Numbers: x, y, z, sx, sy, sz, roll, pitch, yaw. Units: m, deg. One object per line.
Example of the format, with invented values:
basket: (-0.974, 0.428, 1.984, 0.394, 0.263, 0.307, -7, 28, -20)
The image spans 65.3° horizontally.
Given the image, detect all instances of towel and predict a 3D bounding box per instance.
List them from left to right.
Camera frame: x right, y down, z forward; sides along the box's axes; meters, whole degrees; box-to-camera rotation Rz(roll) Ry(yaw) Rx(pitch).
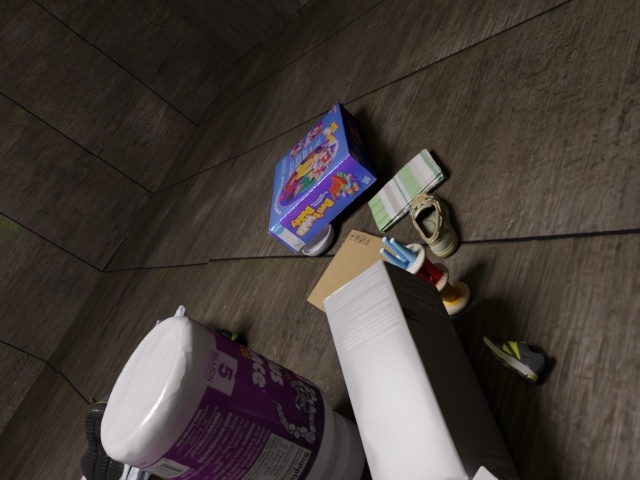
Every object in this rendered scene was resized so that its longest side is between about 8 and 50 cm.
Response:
towel: (0.155, -0.090, 0.913, 0.152, 0.023, 0.113, -45, 27, 21)

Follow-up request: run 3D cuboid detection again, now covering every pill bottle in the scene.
pill bottle: (-0.090, 0.229, 0.616, 0.169, 0.302, 0.169, -37, 33, 29)

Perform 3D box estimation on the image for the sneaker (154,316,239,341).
sneaker: (-0.288, 0.229, 1.110, 0.300, 0.121, 0.111, -12, 49, 52)

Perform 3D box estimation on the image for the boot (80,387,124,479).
boot: (-0.361, 0.337, 0.905, 0.137, 0.077, 0.197, -71, 0, -65)

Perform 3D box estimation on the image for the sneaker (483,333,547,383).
sneaker: (0.219, 0.127, 0.561, 0.035, 0.031, 0.083, -40, 32, -4)

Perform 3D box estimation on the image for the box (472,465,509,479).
box: (0.159, 0.302, 0.350, 0.180, 0.119, 0.182, -56, 28, -5)

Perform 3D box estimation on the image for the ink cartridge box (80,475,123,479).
ink cartridge box: (-0.478, 0.566, 1.042, 0.231, 0.078, 0.134, -53, 26, 17)

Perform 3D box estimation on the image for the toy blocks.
toy blocks: (0.109, 0.062, 0.668, 0.123, 0.148, 0.054, -39, 30, 24)

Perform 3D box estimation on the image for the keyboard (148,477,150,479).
keyboard: (-0.323, 0.485, 0.982, 0.180, 0.023, 0.108, -51, 34, 2)

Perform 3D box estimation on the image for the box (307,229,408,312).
box: (0.068, 0.067, 0.861, 0.164, 0.021, 0.201, -57, 28, -7)

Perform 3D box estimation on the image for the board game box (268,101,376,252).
board game box: (-0.004, -0.157, 1.129, 0.233, 0.078, 0.347, -42, 24, 21)

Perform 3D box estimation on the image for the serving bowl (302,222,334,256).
serving bowl: (0.000, 0.000, 1.033, 0.083, 0.027, 0.083, -38, 31, 28)

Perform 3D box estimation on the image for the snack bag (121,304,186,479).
snack bag: (-0.326, 0.331, 0.945, 0.342, 0.037, 0.323, -92, 25, -48)

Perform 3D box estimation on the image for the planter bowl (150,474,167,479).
planter bowl: (-0.218, 0.379, 0.849, 0.162, 0.109, 0.162, -36, 33, 29)

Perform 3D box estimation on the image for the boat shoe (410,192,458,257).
boat shoe: (0.171, -0.035, 0.789, 0.056, 0.048, 0.153, -39, 31, 25)

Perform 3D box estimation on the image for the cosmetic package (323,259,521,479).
cosmetic package: (0.101, 0.154, 0.539, 0.107, 0.127, 0.237, -39, 50, 24)
